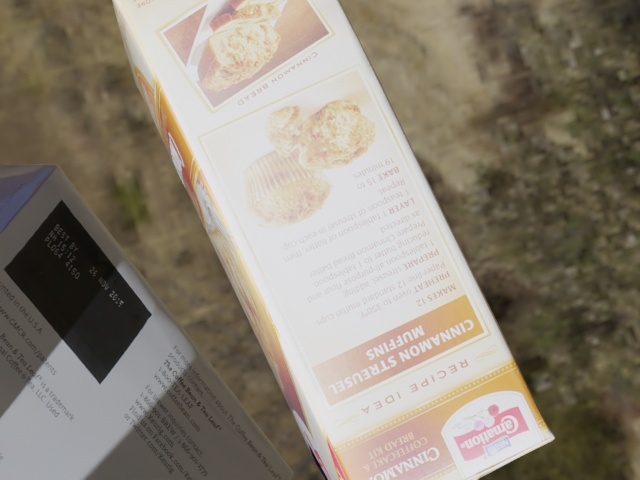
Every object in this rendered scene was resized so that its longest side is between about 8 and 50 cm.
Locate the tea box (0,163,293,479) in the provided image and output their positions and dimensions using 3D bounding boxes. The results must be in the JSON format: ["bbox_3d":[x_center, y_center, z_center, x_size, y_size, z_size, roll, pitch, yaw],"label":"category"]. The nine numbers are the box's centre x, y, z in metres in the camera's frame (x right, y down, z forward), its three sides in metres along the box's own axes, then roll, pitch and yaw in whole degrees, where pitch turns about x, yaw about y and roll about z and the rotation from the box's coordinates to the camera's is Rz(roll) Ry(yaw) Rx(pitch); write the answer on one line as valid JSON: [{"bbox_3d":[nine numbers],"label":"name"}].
[{"bbox_3d":[-0.262,0.134,1.286,0.324,0.220,0.329,0,134,46],"label":"tea box"}]

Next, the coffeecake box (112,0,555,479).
[{"bbox_3d":[0.000,0.000,0.594,0.185,0.068,0.142,64,174,5],"label":"coffeecake box"}]
